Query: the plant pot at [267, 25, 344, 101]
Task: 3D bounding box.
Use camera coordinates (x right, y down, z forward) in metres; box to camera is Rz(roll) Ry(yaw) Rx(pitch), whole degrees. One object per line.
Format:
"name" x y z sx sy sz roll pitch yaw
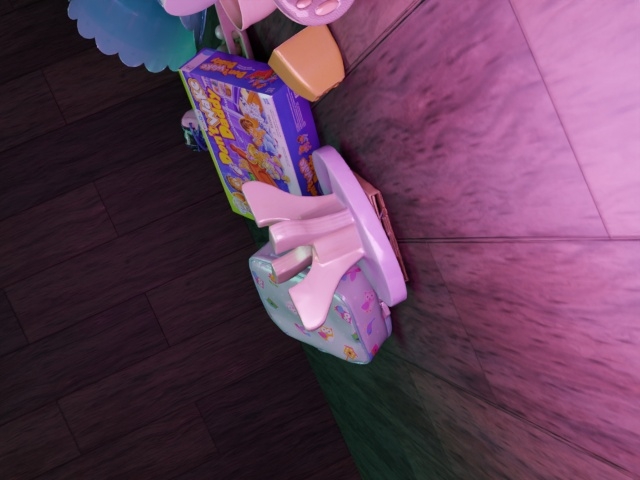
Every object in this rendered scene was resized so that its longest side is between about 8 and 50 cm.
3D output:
"plant pot" -0.013 -0.238 1.177 0.083 0.081 0.081 55 172 -4

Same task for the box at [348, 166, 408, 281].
"box" 0.074 -0.036 1.393 0.201 0.021 0.164 47 160 62

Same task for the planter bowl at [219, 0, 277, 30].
"planter bowl" -0.088 -0.374 1.143 0.162 0.109 0.162 156 90 -81

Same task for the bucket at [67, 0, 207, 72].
"bucket" -0.363 -0.507 1.799 0.281 0.281 0.183 84 -162 -64

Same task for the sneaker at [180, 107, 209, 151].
"sneaker" -0.232 -0.253 2.082 0.315 0.182 0.127 57 169 44

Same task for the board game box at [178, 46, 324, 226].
"board game box" -0.106 -0.169 1.593 0.233 0.078 0.347 22 145 36

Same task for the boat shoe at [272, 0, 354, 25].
"boat shoe" -0.076 -0.398 0.942 0.130 0.132 0.355 -152 39 -75

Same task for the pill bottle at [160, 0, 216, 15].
"pill bottle" -0.287 -0.573 1.544 0.323 0.181 0.181 63 171 11

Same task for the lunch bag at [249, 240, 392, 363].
"lunch bag" 0.003 0.102 1.624 0.279 0.108 0.224 18 140 38

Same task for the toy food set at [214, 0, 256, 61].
"toy food set" -0.197 -0.320 1.758 0.306 0.092 0.219 129 125 -68

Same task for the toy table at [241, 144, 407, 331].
"toy table" 0.000 0.000 1.336 0.252 0.161 0.274 84 160 -63
